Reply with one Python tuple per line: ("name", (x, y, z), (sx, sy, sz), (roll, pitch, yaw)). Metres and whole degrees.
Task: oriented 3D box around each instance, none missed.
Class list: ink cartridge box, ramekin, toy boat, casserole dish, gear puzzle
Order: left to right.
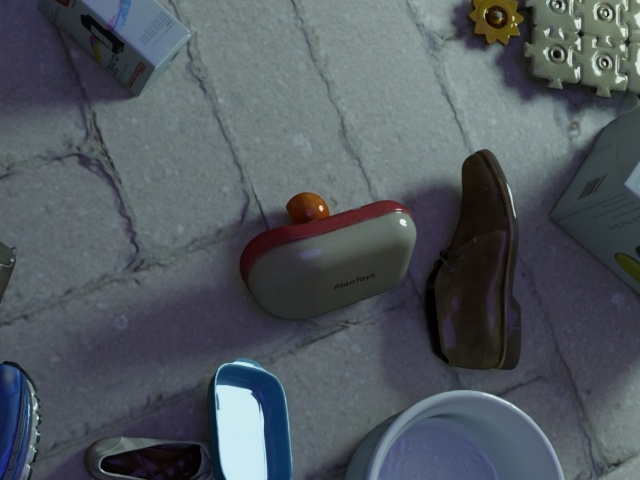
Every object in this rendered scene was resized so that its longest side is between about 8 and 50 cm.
("ink cartridge box", (-0.261, -0.277, 1.469), (0.175, 0.127, 0.072), (42, 69, -7))
("casserole dish", (-0.091, 0.237, 1.440), (0.114, 0.037, 0.188), (18, 53, -38))
("toy boat", (0.000, 0.000, 1.518), (0.231, 0.151, 0.151), (-17, 55, -23))
("ramekin", (0.161, 0.333, 1.490), (0.277, 0.135, 0.277), (4, 78, -19))
("gear puzzle", (0.373, -0.300, 1.756), (0.339, 0.044, 0.175), (7, 78, -16))

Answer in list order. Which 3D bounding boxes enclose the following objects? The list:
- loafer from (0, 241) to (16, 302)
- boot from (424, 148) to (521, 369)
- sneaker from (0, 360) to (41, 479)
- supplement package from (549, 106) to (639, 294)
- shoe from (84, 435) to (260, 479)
("loafer", (-0.500, -0.046, 1.350), (0.366, 0.134, 0.130), (49, 44, -15))
("boot", (0.202, 0.023, 1.593), (0.115, 0.112, 0.305), (0, 81, -9))
("sneaker", (-0.414, 0.284, 1.295), (0.147, 0.130, 0.330), (25, 72, -16))
("supplement package", (0.514, -0.043, 1.662), (0.263, 0.199, 0.198), (39, 69, -8))
("shoe", (-0.174, 0.279, 1.420), (0.219, 0.058, 0.076), (9, 76, -18))
